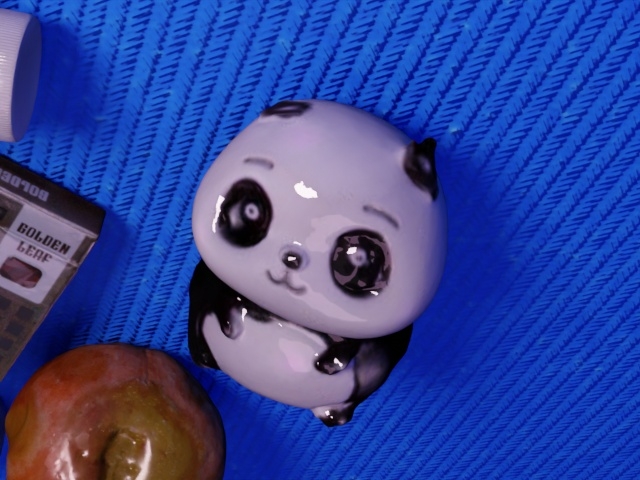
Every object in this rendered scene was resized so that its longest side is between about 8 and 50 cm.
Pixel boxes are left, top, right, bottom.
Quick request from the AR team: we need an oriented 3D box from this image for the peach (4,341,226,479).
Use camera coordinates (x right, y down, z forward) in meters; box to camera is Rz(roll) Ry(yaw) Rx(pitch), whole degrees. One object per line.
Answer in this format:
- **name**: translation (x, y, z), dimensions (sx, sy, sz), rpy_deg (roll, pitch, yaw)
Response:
- **peach**: translation (-0.195, 0.221, 0.968), dimensions (0.214, 0.236, 0.214), rpy_deg (-1, 147, 0)

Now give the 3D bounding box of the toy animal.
- **toy animal**: translation (-0.003, 0.008, 0.765), dimensions (0.187, 0.165, 0.235), rpy_deg (22, 140, 5)

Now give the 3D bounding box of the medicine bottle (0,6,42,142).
- **medicine bottle**: translation (-0.290, -0.125, 0.689), dimensions (0.186, 0.103, 0.103), rpy_deg (10, 137, -6)

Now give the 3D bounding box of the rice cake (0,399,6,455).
- **rice cake**: translation (-0.482, 0.254, 1.139), dimensions (0.364, 0.073, 0.056), rpy_deg (-22, 135, 25)

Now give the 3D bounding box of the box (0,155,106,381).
- **box**: translation (-0.340, 0.057, 0.877), dimensions (0.180, 0.047, 0.325), rpy_deg (29, 118, -20)
